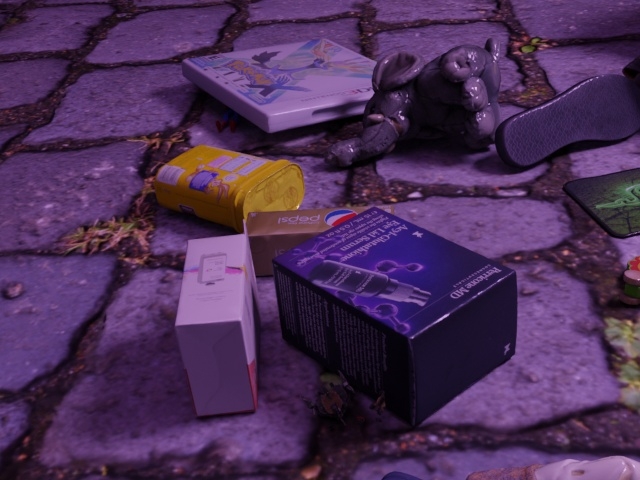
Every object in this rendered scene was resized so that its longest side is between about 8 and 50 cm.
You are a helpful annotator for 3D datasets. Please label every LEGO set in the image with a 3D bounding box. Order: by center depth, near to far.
[{"bbox_3d":[0.023,0.157,0.858,0.083,0.023,0.054,22,80,22],"label":"LEGO set"}]

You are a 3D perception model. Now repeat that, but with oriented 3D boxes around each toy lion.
[{"bbox_3d":[0.378,0.045,0.977,0.100,0.034,0.096,21,33,37],"label":"toy lion"}]

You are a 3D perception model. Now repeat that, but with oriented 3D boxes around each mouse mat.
[{"bbox_3d":[0.429,-0.058,1.157,0.190,0.007,0.152,-11,31,-9],"label":"mouse mat"}]

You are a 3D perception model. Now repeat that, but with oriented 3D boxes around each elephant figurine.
[{"bbox_3d":[0.137,-0.204,1.327,0.239,0.169,0.186,-8,-2,28],"label":"elephant figurine"}]

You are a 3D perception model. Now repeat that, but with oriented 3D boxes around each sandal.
[{"bbox_3d":[0.356,-0.175,1.288,0.254,0.097,0.054,-17,6,-18],"label":"sandal"}]

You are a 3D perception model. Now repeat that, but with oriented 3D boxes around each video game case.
[{"bbox_3d":[-0.035,-0.274,1.533,0.300,0.036,0.329,-15,31,-27],"label":"video game case"}]

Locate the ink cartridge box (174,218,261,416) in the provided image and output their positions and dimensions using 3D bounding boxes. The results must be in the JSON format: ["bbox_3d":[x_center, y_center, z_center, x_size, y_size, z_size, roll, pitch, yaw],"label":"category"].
[{"bbox_3d":[-0.102,0.073,0.934,0.067,0.115,0.198,-6,30,1],"label":"ink cartridge box"}]

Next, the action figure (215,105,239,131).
[{"bbox_3d":[-0.143,-0.216,1.500,0.038,0.030,0.115,-2,29,13],"label":"action figure"}]

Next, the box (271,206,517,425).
[{"bbox_3d":[0.074,0.068,0.917,0.153,0.108,0.207,-28,37,-33],"label":"box"}]

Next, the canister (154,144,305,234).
[{"bbox_3d":[-0.125,-0.073,1.218,0.170,0.073,0.126,16,38,34],"label":"canister"}]

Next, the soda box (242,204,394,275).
[{"bbox_3d":[0.000,0.000,1.085,0.181,0.061,0.058,-3,32,6],"label":"soda box"}]

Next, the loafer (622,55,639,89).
[{"bbox_3d":[0.520,-0.244,1.406,0.061,0.062,0.170,-22,24,17],"label":"loafer"}]

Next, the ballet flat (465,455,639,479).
[{"bbox_3d":[0.219,0.214,0.613,0.107,0.106,0.316,20,9,-32],"label":"ballet flat"}]

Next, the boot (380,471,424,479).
[{"bbox_3d":[0.109,0.236,0.680,0.190,0.069,0.086,26,24,26],"label":"boot"}]
